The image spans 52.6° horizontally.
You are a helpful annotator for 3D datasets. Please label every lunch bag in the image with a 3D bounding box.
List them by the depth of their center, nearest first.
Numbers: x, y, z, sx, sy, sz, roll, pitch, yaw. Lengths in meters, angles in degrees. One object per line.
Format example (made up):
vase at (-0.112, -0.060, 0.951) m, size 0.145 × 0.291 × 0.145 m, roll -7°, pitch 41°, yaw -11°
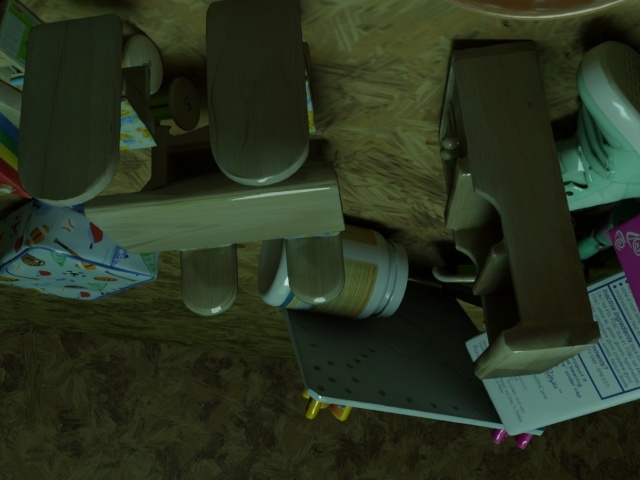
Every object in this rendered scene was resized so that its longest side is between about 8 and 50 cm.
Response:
lunch bag at (-0.422, 0.025, 1.117) m, size 0.243 × 0.115 × 0.303 m, roll 18°, pitch 157°, yaw -40°

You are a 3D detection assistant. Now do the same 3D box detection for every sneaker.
sneaker at (0.247, -0.082, 0.606) m, size 0.151 × 0.094 × 0.255 m, roll -16°, pitch 155°, yaw 34°

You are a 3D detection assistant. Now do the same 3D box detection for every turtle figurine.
turtle figurine at (0.320, 0.008, 0.856) m, size 0.175 × 0.118 × 0.234 m, roll 5°, pitch 156°, yaw 1°

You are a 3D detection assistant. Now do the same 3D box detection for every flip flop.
flip flop at (0.365, 0.103, 1.193) m, size 0.276 × 0.080 × 0.112 m, roll 15°, pitch 172°, yaw 20°

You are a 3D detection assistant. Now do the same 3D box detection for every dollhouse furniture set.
dollhouse furniture set at (0.000, 0.000, 0.582) m, size 0.393 × 0.257 × 0.362 m, roll -6°, pitch 161°, yaw 4°

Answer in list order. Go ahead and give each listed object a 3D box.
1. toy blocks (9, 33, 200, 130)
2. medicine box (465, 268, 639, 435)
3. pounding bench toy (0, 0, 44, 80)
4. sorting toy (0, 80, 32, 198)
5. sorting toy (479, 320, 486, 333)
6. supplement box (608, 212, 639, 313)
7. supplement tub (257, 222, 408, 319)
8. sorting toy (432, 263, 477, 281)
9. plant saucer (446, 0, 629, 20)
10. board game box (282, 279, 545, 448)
toy blocks at (-0.211, -0.143, 0.632) m, size 0.148 × 0.054 × 0.123 m, roll -2°, pitch 160°, yaw 21°
medicine box at (0.406, 0.133, 0.910) m, size 0.263 × 0.149 × 0.289 m, roll -10°, pitch 162°, yaw -43°
pounding bench toy at (-0.288, -0.178, 0.552) m, size 0.065 × 0.052 × 0.083 m, roll -1°, pitch 161°, yaw 20°
sorting toy at (-0.446, -0.114, 0.733) m, size 0.257 × 0.090 × 0.255 m, roll -7°, pitch 158°, yaw 33°
sorting toy at (0.409, 0.158, 1.292) m, size 0.132 × 0.047 × 0.274 m, roll 16°, pitch -160°, yaw 38°
supplement box at (0.446, 0.002, 0.688) m, size 0.219 × 0.114 × 0.111 m, roll -13°, pitch 165°, yaw -13°
supplement tub at (0.017, 0.042, 0.984) m, size 0.199 × 0.145 × 0.144 m, roll 12°, pitch 161°, yaw -19°
sorting toy at (0.297, 0.052, 1.047) m, size 0.208 × 0.038 × 0.193 m, roll 3°, pitch 180°, yaw 19°
plant saucer at (0.136, -0.204, 0.370) m, size 0.199 × 0.037 × 0.200 m, roll 6°, pitch 162°, yaw 2°
board game box at (0.114, 0.166, 1.062) m, size 0.389 × 0.050 × 0.390 m, roll 14°, pitch -156°, yaw -21°
